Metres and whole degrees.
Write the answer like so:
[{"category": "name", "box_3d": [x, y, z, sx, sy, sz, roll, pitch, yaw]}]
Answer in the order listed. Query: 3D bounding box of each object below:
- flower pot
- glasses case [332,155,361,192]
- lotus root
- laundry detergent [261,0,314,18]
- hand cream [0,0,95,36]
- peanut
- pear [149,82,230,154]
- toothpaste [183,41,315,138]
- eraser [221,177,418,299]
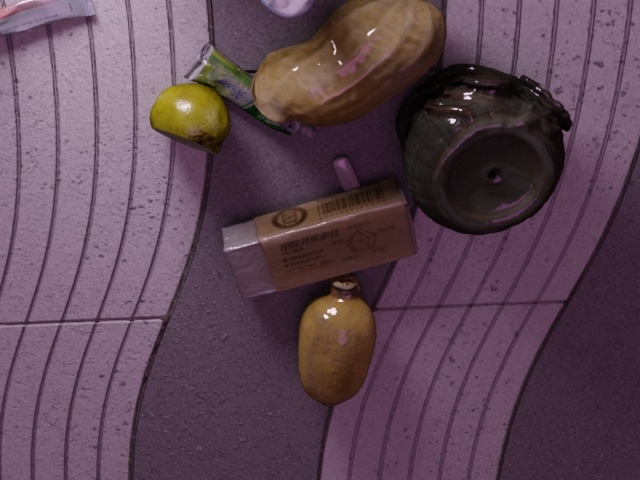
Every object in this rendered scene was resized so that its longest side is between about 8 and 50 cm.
[{"category": "flower pot", "box_3d": [0.280, -0.170, 1.971, 0.301, 0.213, 0.302, -4, 121, -7]}, {"category": "glasses case", "box_3d": [0.048, -0.117, 2.079, 0.032, 0.021, 0.083, -25, 121, 4]}, {"category": "lotus root", "box_3d": [0.029, 0.204, 2.200, 0.146, 0.131, 0.303, 1, 120, -10]}, {"category": "laundry detergent", "box_3d": [-0.062, -0.418, 1.705, 0.159, 0.335, 0.088, 38, 109, -26]}, {"category": "hand cream", "box_3d": [-0.479, -0.368, 1.855, 0.216, 0.038, 0.052, -17, 145, -5]}, {"category": "peanut", "box_3d": [0.053, -0.291, 1.894, 0.340, 0.158, 0.174, -37, 123, 6]}, {"category": "pear", "box_3d": [-0.214, -0.213, 1.933, 0.141, 0.141, 0.104, 26, 88, -21]}, {"category": "toothpaste", "box_3d": [-0.113, -0.247, 1.969, 0.248, 0.047, 0.078, 32, 110, -21]}, {"category": "eraser", "box_3d": [0.000, 0.000, 2.099, 0.343, 0.078, 0.144, -15, 132, 1]}]
